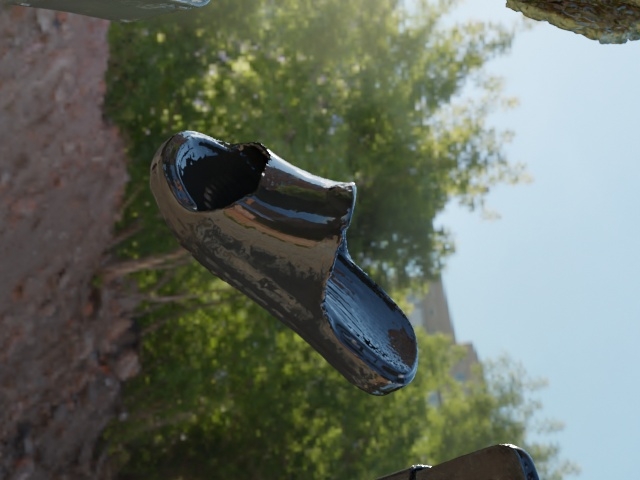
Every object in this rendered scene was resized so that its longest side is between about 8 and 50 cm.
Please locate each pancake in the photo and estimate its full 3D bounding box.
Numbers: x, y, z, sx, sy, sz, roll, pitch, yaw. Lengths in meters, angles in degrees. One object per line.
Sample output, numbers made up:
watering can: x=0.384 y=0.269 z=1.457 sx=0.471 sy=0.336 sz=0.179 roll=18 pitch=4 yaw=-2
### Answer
pancake: x=0.347 y=-0.301 z=1.305 sx=0.197 sy=0.377 sz=0.054 roll=-84 pitch=-176 yaw=-54

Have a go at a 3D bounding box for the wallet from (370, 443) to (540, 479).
wallet: x=0.068 y=0.310 z=0.984 sx=0.045 sy=0.318 sz=0.172 roll=40 pitch=32 yaw=-55

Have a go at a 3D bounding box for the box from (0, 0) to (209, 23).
box: x=-0.158 y=-0.214 z=0.748 sx=0.124 sy=0.172 sz=0.092 roll=-2 pitch=-90 yaw=40

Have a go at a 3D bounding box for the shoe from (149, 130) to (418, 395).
shoe: x=0.000 y=0.000 z=0.693 sx=0.093 sy=0.241 sz=0.108 roll=-36 pitch=-157 yaw=26
